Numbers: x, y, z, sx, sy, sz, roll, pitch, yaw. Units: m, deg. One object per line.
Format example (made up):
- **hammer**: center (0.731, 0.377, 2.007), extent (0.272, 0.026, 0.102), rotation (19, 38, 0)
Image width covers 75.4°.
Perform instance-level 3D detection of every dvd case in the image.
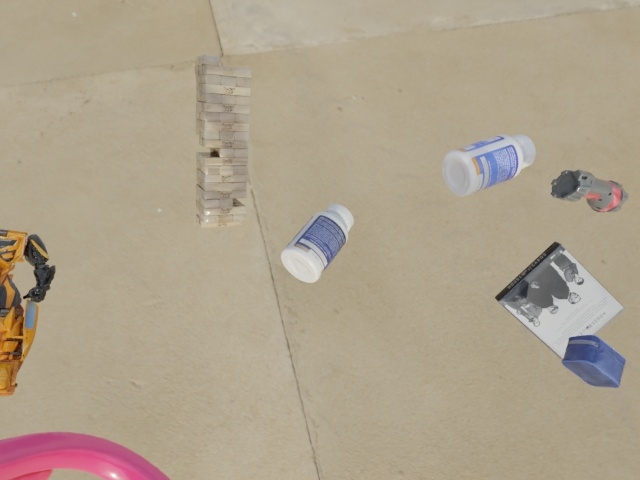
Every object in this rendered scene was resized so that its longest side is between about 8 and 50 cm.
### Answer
- **dvd case**: center (0.537, 0.141, 0.928), extent (0.238, 0.030, 0.179), rotation (40, 102, -14)

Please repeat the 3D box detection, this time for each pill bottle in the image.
- **pill bottle**: center (0.544, -0.251, 1.332), extent (0.271, 0.152, 0.153), rotation (-19, 65, -15)
- **pill bottle**: center (0.000, 0.000, 0.621), extent (0.067, 0.067, 0.120), rotation (31, 56, 14)

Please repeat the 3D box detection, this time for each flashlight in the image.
- **flashlight**: center (0.783, -0.140, 1.212), extent (0.303, 0.103, 0.103), rotation (2, 95, -33)

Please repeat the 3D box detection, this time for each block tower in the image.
- **block tower**: center (-0.203, -0.194, 0.852), extent (0.097, 0.336, 0.091), rotation (-6, 20, -28)

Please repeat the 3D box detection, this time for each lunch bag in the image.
- **lunch bag**: center (0.502, 0.218, 0.755), extent (0.098, 0.067, 0.065), rotation (37, 66, -8)

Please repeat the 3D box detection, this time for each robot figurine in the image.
- **robot figurine**: center (-0.548, 0.097, 0.658), extent (0.210, 0.085, 0.292), rotation (11, 65, -39)

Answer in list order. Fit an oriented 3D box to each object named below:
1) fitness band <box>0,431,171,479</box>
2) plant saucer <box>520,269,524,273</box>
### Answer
- **fitness band**: center (-0.189, 0.232, 0.298), extent (0.208, 0.291, 0.054), rotation (33, 83, 14)
- **plant saucer**: center (0.617, 0.126, 1.263), extent (0.013, 0.083, 0.084), rotation (25, 65, 7)
